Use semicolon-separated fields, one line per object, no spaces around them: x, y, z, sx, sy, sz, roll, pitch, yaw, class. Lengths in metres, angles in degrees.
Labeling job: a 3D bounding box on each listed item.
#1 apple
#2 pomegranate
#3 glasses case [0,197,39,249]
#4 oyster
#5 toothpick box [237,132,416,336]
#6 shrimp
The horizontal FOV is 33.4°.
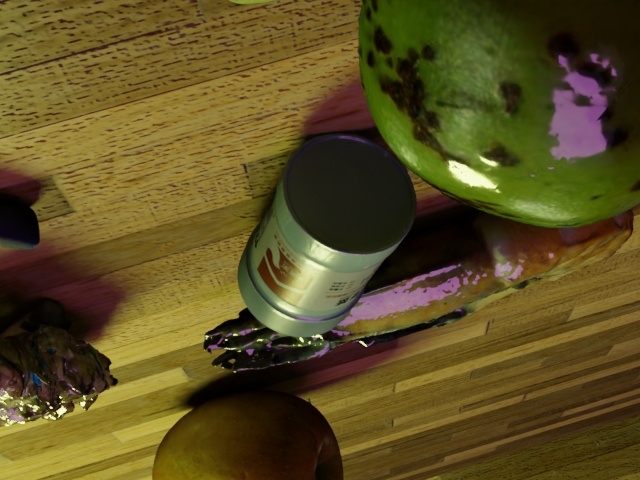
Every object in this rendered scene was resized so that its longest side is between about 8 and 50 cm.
-0.088;0.286;1.299;0.207;0.237;0.237;-7;163;20;apple
0.084;-0.119;0.494;0.263;0.211;0.211;23;160;9;pomegranate
-0.217;-0.014;0.697;0.023;0.033;0.083;-41;150;25;glasses case
-0.275;0.121;0.918;0.198;0.092;0.259;-3;158;-24;oyster
0.000;0.000;0.807;0.101;0.101;0.153;-9;156;-21;toothpick box
0.097;0.050;1.051;0.445;0.085;0.272;-16;164;-15;shrimp
